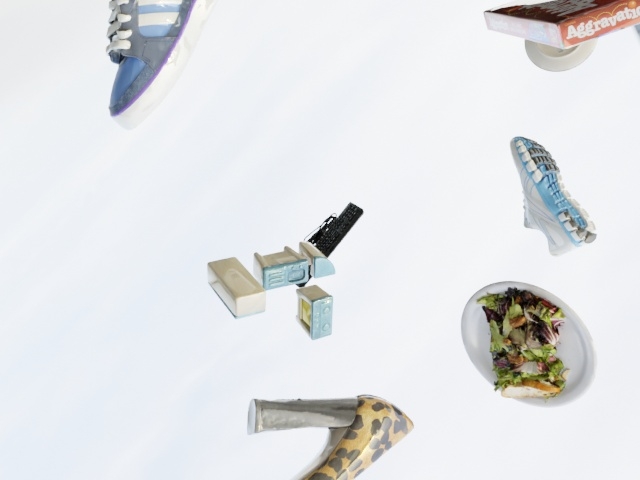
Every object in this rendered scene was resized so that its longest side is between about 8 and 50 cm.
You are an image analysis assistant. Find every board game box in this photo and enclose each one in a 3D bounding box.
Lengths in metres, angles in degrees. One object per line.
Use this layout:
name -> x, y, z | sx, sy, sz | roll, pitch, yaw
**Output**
board game box -> 0.273, -0.245, 0.937 | 0.145, 0.027, 0.281 | -20, -163, 2

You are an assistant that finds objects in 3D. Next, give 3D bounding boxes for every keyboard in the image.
keyboard -> 0.000, 0.000, 1.722 | 0.192, 0.038, 0.100 | -50, -158, -2

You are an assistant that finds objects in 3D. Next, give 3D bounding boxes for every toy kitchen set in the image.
toy kitchen set -> -0.069, 0.112, 1.494 | 0.207, 0.166, 0.122 | -12, -148, -25

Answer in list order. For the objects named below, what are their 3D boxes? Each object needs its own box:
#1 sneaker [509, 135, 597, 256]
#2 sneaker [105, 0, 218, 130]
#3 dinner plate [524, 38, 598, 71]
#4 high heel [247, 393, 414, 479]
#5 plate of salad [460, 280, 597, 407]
sneaker -> 0.312, -0.061, 1.296 | 0.071, 0.190, 0.083 | -8, 156, -42
sneaker -> -0.270, -0.339, 1.200 | 0.130, 0.236, 0.322 | 13, -106, 62
dinner plate -> 0.458, -0.391, 1.718 | 0.141, 0.017, 0.141 | -6, -102, 26
high heel -> 0.015, 0.293, 0.946 | 0.093, 0.186, 0.261 | 159, -67, -70
plate of salad -> 0.276, 0.148, 1.228 | 0.200, 0.199, 0.048 | -9, -161, 43
